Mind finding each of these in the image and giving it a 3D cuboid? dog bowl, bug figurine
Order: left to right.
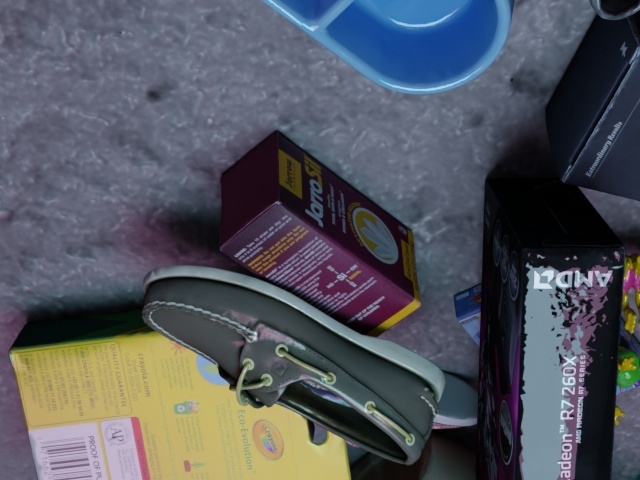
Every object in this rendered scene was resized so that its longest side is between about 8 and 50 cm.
[{"bbox_3d":[0.036,-0.226,1.135,0.297,0.074,0.166,32,124,-28],"label":"dog bowl"},{"bbox_3d":[0.351,0.080,1.408,0.216,0.072,0.279,-1,124,-16],"label":"bug figurine"}]

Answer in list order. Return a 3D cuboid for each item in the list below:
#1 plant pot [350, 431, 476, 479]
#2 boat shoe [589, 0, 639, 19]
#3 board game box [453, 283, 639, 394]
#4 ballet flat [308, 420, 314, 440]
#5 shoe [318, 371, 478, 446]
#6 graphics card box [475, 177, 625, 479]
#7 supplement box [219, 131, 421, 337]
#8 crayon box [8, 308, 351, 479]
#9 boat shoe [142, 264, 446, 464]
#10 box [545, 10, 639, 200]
[{"bbox_3d":[0.154,0.364,1.557,0.280,0.323,0.323,44,119,-14],"label":"plant pot"},{"bbox_3d":[0.298,-0.294,1.060,0.113,0.105,0.306,28,126,-25],"label":"boat shoe"},{"bbox_3d":[0.245,0.102,1.470,0.136,0.035,0.201,-25,129,19],"label":"board game box"},{"bbox_3d":[-0.106,0.210,1.531,0.203,0.074,0.074,-8,132,4],"label":"ballet flat"},{"bbox_3d":[0.082,0.182,1.522,0.178,0.063,0.081,12,133,-5],"label":"shoe"},{"bbox_3d":[0.201,0.146,1.289,0.094,0.233,0.371,1,108,-1],"label":"graphics card box"},{"bbox_3d":[0.000,0.000,1.320,0.188,0.104,0.081,35,122,-30],"label":"supplement box"},{"bbox_3d":[-0.136,0.170,1.439,0.318,0.081,0.202,-6,107,4],"label":"crayon box"},{"bbox_3d":[-0.030,0.115,1.309,0.305,0.091,0.109,24,150,-11],"label":"boat shoe"},{"bbox_3d":[0.322,-0.114,1.224,0.207,0.108,0.153,14,131,-14],"label":"box"}]
